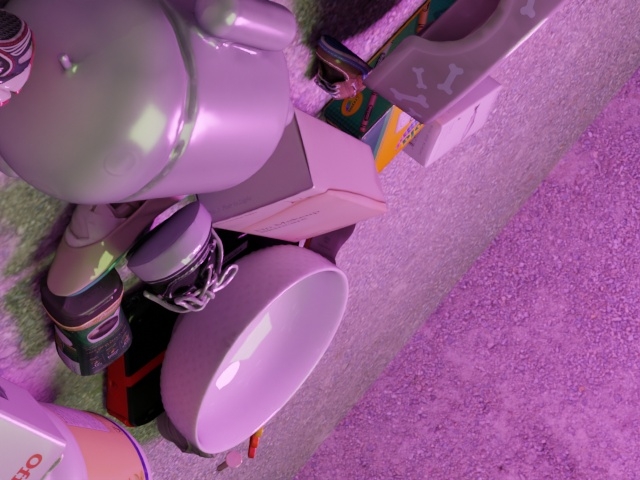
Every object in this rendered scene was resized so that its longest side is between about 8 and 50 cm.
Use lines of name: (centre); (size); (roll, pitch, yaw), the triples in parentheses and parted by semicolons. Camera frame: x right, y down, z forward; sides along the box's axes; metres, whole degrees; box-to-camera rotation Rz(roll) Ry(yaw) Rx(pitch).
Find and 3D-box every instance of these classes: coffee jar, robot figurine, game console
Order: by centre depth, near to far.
robot figurine: (-0.163, -0.137, 0.953); (0.300, 0.200, 0.353); (-31, 171, 26)
coffee jar: (-0.289, 0.090, 1.297); (0.096, 0.079, 0.184); (-38, 159, -24)
game console: (-0.178, 0.104, 1.641); (0.386, 0.060, 0.342); (-38, 155, -32)

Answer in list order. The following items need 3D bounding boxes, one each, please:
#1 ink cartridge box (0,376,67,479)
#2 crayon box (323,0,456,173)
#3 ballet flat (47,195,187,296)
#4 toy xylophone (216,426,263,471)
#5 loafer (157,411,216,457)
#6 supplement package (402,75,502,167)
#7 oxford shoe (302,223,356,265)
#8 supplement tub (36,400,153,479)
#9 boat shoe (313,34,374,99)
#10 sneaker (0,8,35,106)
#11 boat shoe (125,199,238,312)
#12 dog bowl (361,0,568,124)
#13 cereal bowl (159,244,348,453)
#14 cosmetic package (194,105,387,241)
ink cartridge box: (-0.416, 0.201, 1.018); (0.197, 0.114, 0.273); (-49, 138, -3)
crayon box: (0.132, -0.240, 1.627); (0.278, 0.081, 0.165); (-47, 161, -9)
ballet flat: (-0.230, -0.043, 1.203); (0.248, 0.086, 0.086); (-45, 161, -19)
toy xylophone: (-0.126, 0.303, 1.892); (0.323, 0.081, 0.236); (128, -29, -75)
loafer: (-0.221, 0.314, 1.772); (0.319, 0.111, 0.112); (111, -20, -75)
supplement package: (0.208, -0.225, 1.794); (0.179, 0.105, 0.105); (-36, 157, -37)
oxford shoe: (0.000, 0.000, 1.771); (0.076, 0.076, 0.212); (-31, -150, 55)
supplement tub: (-0.370, 0.319, 1.301); (0.241, 0.241, 0.331); (-49, 162, -2)
boat shoe: (0.029, -0.228, 1.436); (0.066, 0.066, 0.183); (-52, 162, 9)
sneaker: (-0.302, -0.159, 0.663); (0.299, 0.121, 0.112); (8, 116, -55)
boat shoe: (-0.163, 0.031, 1.232); (0.113, 0.105, 0.306); (-44, -171, -16)
dog bowl: (0.213, -0.287, 1.343); (0.349, 0.102, 0.349); (-43, -176, 4)
cereal bowl: (-0.115, 0.140, 1.547); (0.339, 0.141, 0.339); (-43, 157, -24)
cosmetic package: (-0.036, -0.080, 1.402); (0.160, 0.113, 0.309); (-18, 171, 19)
